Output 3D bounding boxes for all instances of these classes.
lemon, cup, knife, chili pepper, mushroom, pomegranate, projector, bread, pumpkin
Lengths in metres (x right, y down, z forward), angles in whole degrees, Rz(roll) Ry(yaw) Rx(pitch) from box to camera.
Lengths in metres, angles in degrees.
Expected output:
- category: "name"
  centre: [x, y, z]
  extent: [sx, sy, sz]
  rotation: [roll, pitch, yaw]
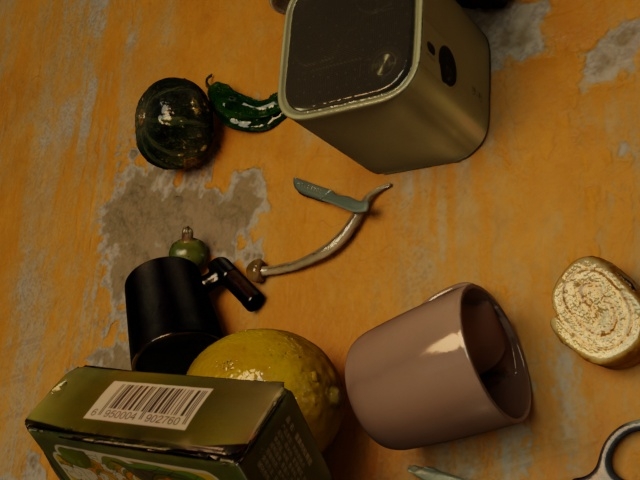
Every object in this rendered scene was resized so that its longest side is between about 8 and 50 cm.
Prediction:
- category: "lemon"
  centre: [-0.093, 0.249, 1.290]
  extent: [0.263, 0.236, 0.236]
  rotation: [-20, 60, 6]
- category: "cup"
  centre: [-0.230, 0.136, 1.513]
  extent: [0.166, 0.239, 0.177]
  rotation: [105, 152, -46]
- category: "knife"
  centre: [0.013, -0.077, 1.456]
  extent: [0.210, 0.015, 0.028]
  rotation: [21, 82, 49]
- category: "chili pepper"
  centre: [-0.150, -0.275, 1.641]
  extent: [0.278, 0.065, 0.122]
  rotation: [13, 71, 36]
- category: "mushroom"
  centre: [-0.001, 0.000, 1.446]
  extent: [0.306, 0.043, 0.068]
  rotation: [-29, 77, 21]
- category: "pomegranate"
  centre: [-0.253, 0.019, 1.584]
  extent: [0.073, 0.085, 0.073]
  rotation: [-26, 20, 10]
- category: "projector"
  centre: [0.106, -0.269, 1.335]
  extent: [0.248, 0.249, 0.249]
  rotation: [-7, 69, 33]
- category: "bread"
  centre: [0.369, 0.097, 1.115]
  extent: [0.122, 0.073, 0.149]
  rotation: [-48, 52, 13]
- category: "cup"
  centre: [0.160, 0.163, 1.187]
  extent: [0.200, 0.191, 0.253]
  rotation: [-25, 30, 29]
- category: "pumpkin"
  centre: [-0.287, -0.229, 1.659]
  extent: [0.190, 0.146, 0.191]
  rotation: [179, 90, -72]

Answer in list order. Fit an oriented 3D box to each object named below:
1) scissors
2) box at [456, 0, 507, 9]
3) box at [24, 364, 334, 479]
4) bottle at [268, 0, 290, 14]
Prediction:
- category: "scissors"
  centre: [0.279, 0.354, 1.110]
  extent: [0.383, 0.029, 0.256]
  rotation: [-4, 69, 36]
- category: "box"
  centre: [0.140, -0.465, 1.364]
  extent: [0.290, 0.288, 0.073]
  rotation: [25, 96, 36]
- category: "box"
  centre: [-0.154, 0.369, 1.164]
  extent: [0.372, 0.420, 0.138]
  rotation: [-1, 36, 32]
- category: "bottle"
  centre: [-0.078, -0.607, 1.696]
  extent: [0.093, 0.093, 0.330]
  rotation: [-24, 60, 26]
